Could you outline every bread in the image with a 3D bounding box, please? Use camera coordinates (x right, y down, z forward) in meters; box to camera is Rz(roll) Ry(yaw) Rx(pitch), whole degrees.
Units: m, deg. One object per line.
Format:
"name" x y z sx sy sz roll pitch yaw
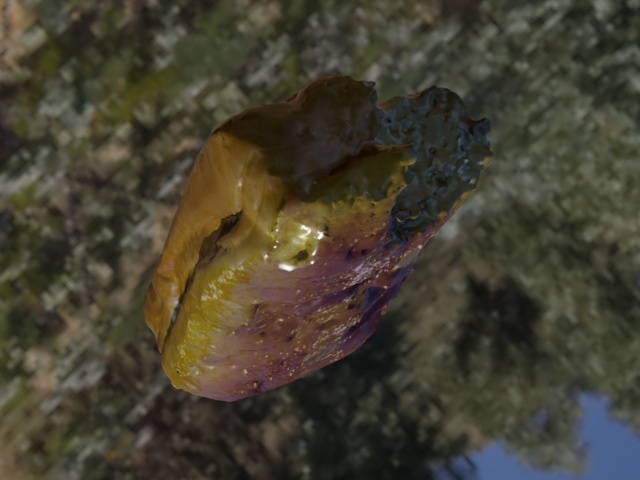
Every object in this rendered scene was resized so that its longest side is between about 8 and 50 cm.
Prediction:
"bread" 0.000 0.000 1.018 0.185 0.109 0.380 -19 167 -17
